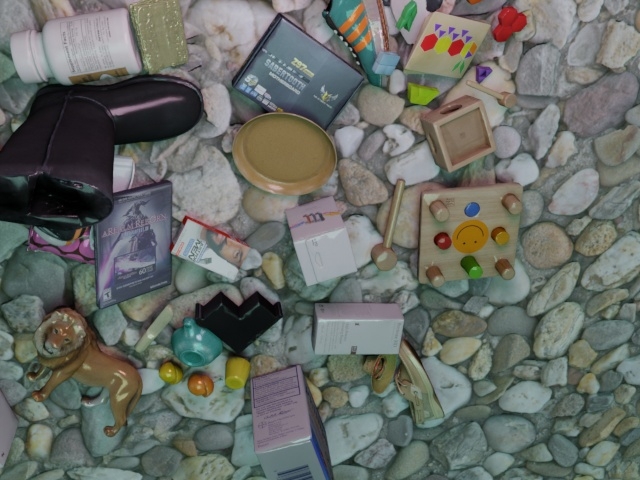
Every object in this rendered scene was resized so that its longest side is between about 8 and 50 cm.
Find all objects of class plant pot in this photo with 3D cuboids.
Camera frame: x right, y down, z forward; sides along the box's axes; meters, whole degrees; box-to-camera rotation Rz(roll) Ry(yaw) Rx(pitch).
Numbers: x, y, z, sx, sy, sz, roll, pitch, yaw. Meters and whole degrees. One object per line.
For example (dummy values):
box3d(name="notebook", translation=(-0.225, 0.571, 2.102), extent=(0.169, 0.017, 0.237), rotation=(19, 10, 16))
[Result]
box3d(name="plant pot", translation=(-0.079, -0.198, 1.605), extent=(0.236, 0.032, 0.236), rotation=(4, 135, 4))

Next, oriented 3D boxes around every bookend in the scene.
box3d(name="bookend", translation=(-0.206, 0.178, 1.798), extent=(0.156, 0.072, 0.157), rotation=(-41, 116, 12))

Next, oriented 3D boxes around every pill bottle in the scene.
box3d(name="pill bottle", translation=(-0.485, -0.381, 1.423), extent=(0.229, 0.131, 0.131), rotation=(-10, 119, -4))

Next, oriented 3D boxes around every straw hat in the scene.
box3d(name="straw hat", translation=(0.149, 0.345, 1.948), extent=(0.061, 0.144, 0.144), rotation=(13, 124, 31))

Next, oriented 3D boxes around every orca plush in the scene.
box3d(name="orca plush", translation=(0.191, -0.562, 1.485), extent=(0.151, 0.102, 0.287), rotation=(-2, 125, 44))

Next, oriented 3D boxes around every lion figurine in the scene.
box3d(name="lion figurine", translation=(-0.573, 0.329, 1.800), extent=(0.240, 0.142, 0.392), rotation=(-46, 130, 7))

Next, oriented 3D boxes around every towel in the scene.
box3d(name="towel", translation=(-0.329, -0.425, 1.463), extent=(0.110, 0.027, 0.148), rotation=(-26, 123, -29))

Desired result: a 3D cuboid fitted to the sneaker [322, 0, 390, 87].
box3d(name="sneaker", translation=(0.073, -0.459, 1.500), extent=(0.121, 0.108, 0.302), rotation=(-6, 127, 16))

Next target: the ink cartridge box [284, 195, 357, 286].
box3d(name="ink cartridge box", translation=(0.000, 0.000, 1.678), extent=(0.127, 0.176, 0.128), rotation=(-17, 119, 0))

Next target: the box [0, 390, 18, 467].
box3d(name="box", translation=(-0.977, 0.476, 1.772), extent=(0.345, 0.168, 0.215), rotation=(-14, 119, -1))

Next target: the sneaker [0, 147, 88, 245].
box3d(name="sneaker", translation=(-0.608, -0.137, 1.489), extent=(0.321, 0.125, 0.180), rotation=(38, 135, -16))

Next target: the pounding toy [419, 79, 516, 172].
box3d(name="pounding toy", translation=(0.341, -0.288, 1.637), extent=(0.206, 0.094, 0.181), rotation=(-26, 114, -5))

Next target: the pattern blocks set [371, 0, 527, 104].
box3d(name="pattern blocks set", translation=(0.271, -0.415, 1.519), extent=(0.325, 0.026, 0.285), rotation=(7, 129, -41))

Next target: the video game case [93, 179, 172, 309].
box3d(name="video game case", translation=(-0.428, 0.009, 1.637), extent=(0.196, 0.026, 0.274), rotation=(-20, 128, -42))

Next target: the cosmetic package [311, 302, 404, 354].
box3d(name="cosmetic package", translation=(0.096, 0.232, 1.871), extent=(0.231, 0.085, 0.117), rotation=(1, 118, -9))

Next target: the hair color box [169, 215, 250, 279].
box3d(name="hair color box", translation=(-0.265, 0.018, 1.703), extent=(0.167, 0.053, 0.093), rotation=(25, 95, -22))

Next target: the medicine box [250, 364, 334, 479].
box3d(name="medicine box", translation=(-0.072, 0.528, 1.881), extent=(0.149, 0.289, 0.263), rotation=(-17, 119, 2))

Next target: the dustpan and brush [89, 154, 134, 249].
box3d(name="dustpan and brush", translation=(-0.498, -0.086, 1.596), extent=(0.147, 0.060, 0.211), rotation=(5, 106, -12))

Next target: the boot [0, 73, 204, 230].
box3d(name="boot", translation=(-0.406, -0.182, 1.361), extent=(0.367, 0.445, 0.146), rotation=(-7, 119, -6))

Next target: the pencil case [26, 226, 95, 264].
box3d(name="pencil case", translation=(-0.561, 0.005, 1.638), extent=(0.209, 0.095, 0.098), rotation=(18, 79, -16))

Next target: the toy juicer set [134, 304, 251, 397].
box3d(name="toy juicer set", translation=(-0.349, 0.283, 1.833), extent=(0.209, 0.089, 0.329), rotation=(-25, 124, 25))

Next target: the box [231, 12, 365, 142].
box3d(name="box", translation=(-0.048, -0.350, 1.552), extent=(0.232, 0.059, 0.183), rotation=(32, 108, -24))

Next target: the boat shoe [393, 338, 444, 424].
box3d(name="boat shoe", translation=(0.256, 0.402, 1.976), extent=(0.098, 0.109, 0.302), rotation=(-24, 124, 2))

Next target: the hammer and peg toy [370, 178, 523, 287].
box3d(name="hammer and peg toy", translation=(0.313, -0.015, 1.750), extent=(0.361, 0.127, 0.266), rotation=(-5, 118, -7))
